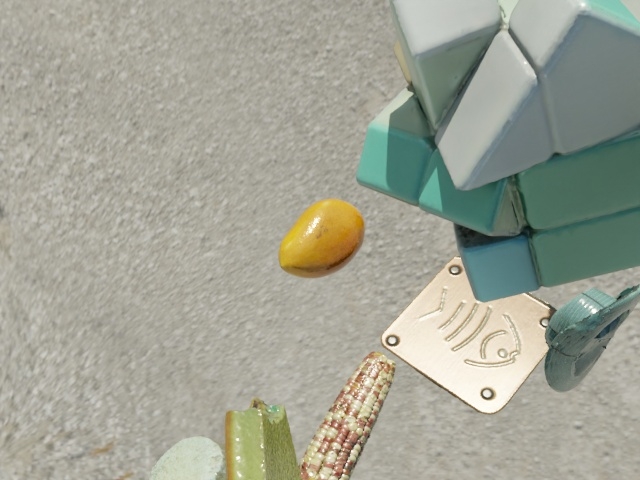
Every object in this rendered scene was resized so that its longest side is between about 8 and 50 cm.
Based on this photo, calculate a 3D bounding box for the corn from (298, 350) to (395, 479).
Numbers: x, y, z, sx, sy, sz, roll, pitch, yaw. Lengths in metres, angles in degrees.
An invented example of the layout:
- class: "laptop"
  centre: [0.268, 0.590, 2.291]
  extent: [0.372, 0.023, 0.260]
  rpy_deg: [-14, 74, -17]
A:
- class: "corn"
  centre: [0.042, 0.270, 1.265]
  extent: [0.079, 0.079, 0.237]
  rpy_deg: [36, 67, -9]

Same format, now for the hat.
- class: "hat"
  centre: [0.343, 0.112, 1.145]
  extent: [0.138, 0.191, 0.078]
  rpy_deg: [-21, 53, -43]

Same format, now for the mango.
- class: "mango"
  centre: [0.004, 0.000, 1.771]
  extent: [0.217, 0.102, 0.141]
  rpy_deg: [-31, 114, -29]

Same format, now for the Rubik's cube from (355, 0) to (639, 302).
- class: "Rubik's cube"
  centre: [0.143, -0.107, 0.583]
  extent: [0.265, 0.213, 0.224]
  rpy_deg: [-16, 44, 12]

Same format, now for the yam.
- class: "yam"
  centre: [-0.113, 0.428, 1.428]
  extent: [0.330, 0.133, 0.133]
  rpy_deg: [35, 65, -31]

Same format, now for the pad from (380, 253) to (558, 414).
- class: "pad"
  centre: [0.309, 0.182, 1.749]
  extent: [0.284, 0.018, 0.286]
  rpy_deg: [33, 63, 26]

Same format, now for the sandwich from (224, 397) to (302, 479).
- class: "sandwich"
  centre: [-0.071, 0.296, 0.989]
  extent: [0.063, 0.245, 0.212]
  rpy_deg: [-12, 96, 7]
